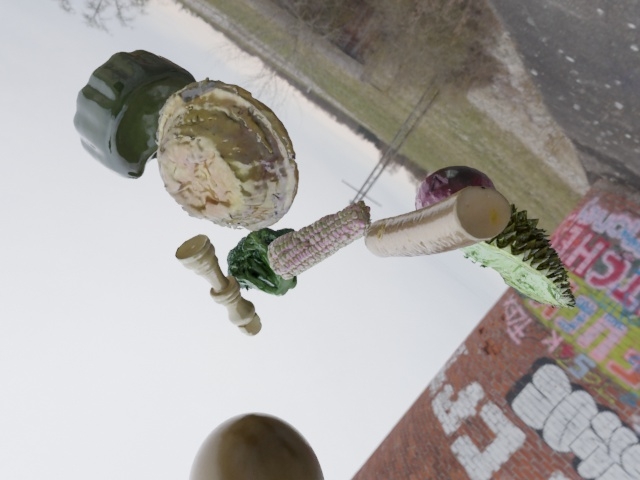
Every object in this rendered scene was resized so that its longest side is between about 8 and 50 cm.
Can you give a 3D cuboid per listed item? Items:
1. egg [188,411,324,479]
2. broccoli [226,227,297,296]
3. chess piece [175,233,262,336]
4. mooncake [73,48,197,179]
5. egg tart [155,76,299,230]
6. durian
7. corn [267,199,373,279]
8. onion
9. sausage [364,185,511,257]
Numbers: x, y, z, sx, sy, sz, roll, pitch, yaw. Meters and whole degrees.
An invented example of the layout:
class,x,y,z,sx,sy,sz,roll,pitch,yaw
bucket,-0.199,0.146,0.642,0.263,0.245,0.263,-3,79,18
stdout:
class,x,y,z,sx,sy,sz,roll,pitch,yaw
egg,-0.134,0.576,1.137,0.374,0.301,0.301,67,-161,-1
broccoli,-0.185,0.081,1.755,0.294,0.265,0.245,-29,-124,-35
chess piece,-0.304,0.161,1.619,0.397,0.117,0.117,61,180,-32
mooncake,-0.494,-0.346,1.401,0.187,0.351,0.351,37,-164,25
egg tart,-0.214,-0.151,1.038,0.352,0.352,0.150,35,-136,4
durian,0.466,0.051,1.238,0.394,0.198,0.163,37,-140,-5
corn,-0.001,-0.002,1.443,0.126,0.335,0.126,52,-159,-29
onion,0.358,-0.111,1.346,0.207,0.200,0.200,16,-170,21
sausage,0.124,-0.012,0.631,0.066,0.066,0.301,31,170,-9
